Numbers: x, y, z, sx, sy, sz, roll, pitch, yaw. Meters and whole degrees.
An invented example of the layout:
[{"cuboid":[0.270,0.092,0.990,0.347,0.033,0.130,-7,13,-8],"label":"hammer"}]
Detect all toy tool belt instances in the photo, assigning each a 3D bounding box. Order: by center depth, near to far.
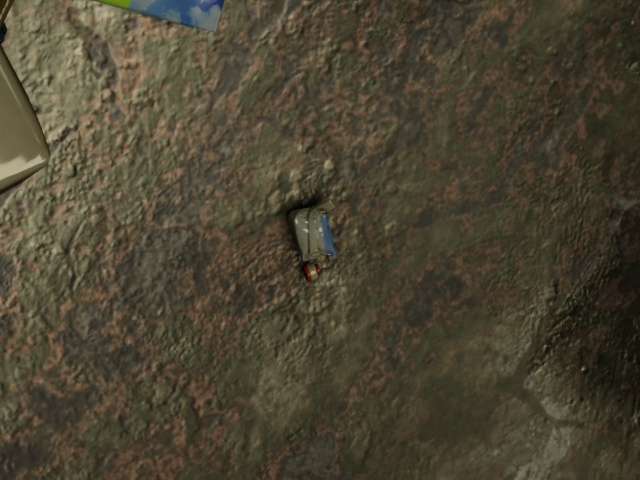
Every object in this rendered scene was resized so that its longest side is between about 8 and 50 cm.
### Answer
[{"cuboid":[0.000,0.000,1.794,0.051,0.052,0.083,-18,112,-9],"label":"toy tool belt"}]

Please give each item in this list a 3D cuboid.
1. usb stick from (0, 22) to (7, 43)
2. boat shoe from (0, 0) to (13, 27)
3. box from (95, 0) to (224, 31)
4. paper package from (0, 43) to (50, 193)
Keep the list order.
[{"cuboid":[-0.423,-0.161,1.566,0.278,0.045,0.077,-29,117,-14],"label":"usb stick"},{"cuboid":[-0.327,-0.112,1.314,0.122,0.120,0.324,38,83,-42],"label":"boat shoe"},{"cuboid":[-0.174,-0.276,1.641,0.178,0.042,0.109,13,101,-26],"label":"box"},{"cuboid":[-0.437,-0.141,1.449,0.309,0.168,0.325,-28,95,-13],"label":"paper package"}]
